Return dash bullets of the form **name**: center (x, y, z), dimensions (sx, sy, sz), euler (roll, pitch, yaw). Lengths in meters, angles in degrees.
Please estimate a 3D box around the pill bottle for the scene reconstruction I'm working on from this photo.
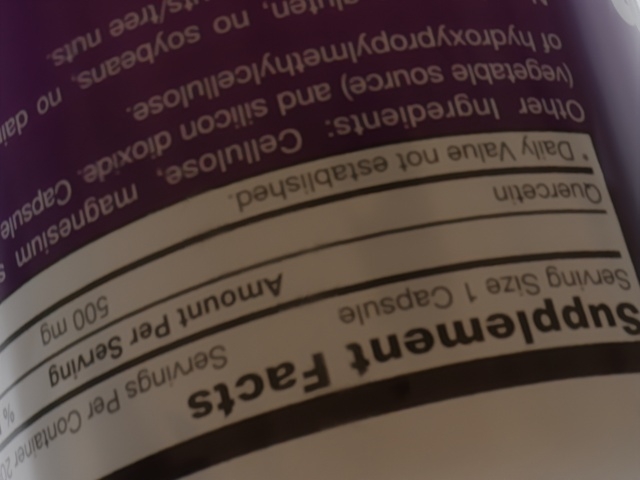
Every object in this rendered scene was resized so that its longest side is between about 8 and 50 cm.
- **pill bottle**: center (0.000, 0.000, 0.433), dimensions (0.181, 0.181, 0.323), euler (-14, -111, -4)
